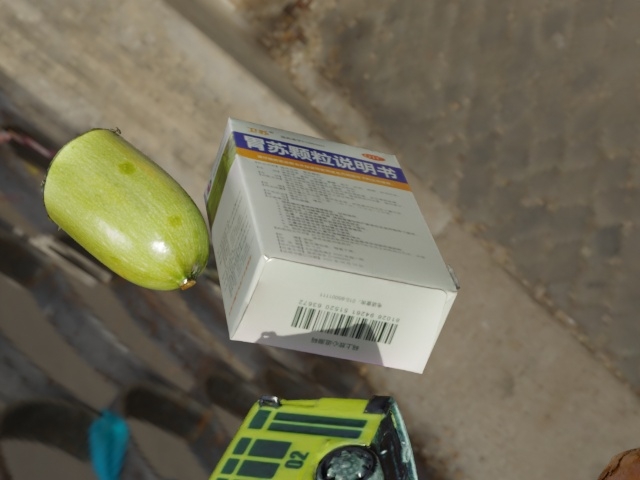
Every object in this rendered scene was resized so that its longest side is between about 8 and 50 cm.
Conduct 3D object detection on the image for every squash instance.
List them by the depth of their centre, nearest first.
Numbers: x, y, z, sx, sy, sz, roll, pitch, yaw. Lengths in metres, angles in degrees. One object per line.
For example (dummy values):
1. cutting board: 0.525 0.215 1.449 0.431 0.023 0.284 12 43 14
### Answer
1. squash: -0.186 -0.018 1.478 0.186 0.123 0.123 40 92 30

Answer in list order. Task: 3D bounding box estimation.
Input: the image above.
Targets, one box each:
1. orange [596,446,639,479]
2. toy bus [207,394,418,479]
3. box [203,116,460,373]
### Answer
1. orange: 0.472 0.374 1.957 0.240 0.240 0.240 -30 40 29
2. toy bus: -0.029 0.234 1.080 0.150 0.128 0.262 2 36 24
3. box: 0.000 0.000 1.504 0.299 0.200 0.106 -109 35 -59
